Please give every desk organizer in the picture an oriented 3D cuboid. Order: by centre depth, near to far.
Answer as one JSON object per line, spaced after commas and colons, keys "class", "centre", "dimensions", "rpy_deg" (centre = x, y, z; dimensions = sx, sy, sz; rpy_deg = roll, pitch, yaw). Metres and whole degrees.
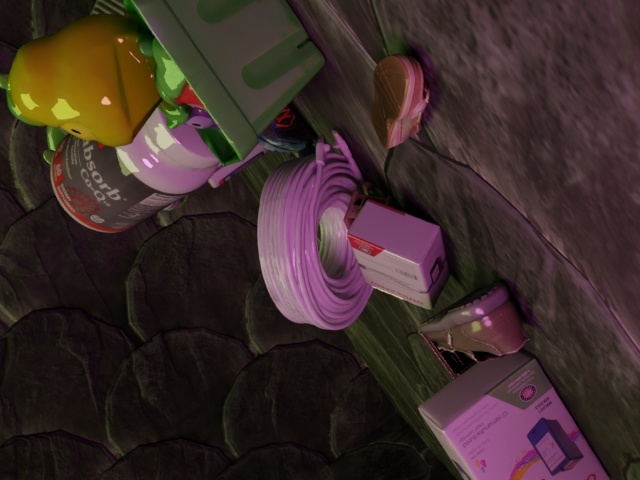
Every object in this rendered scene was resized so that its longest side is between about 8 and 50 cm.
{"class": "desk organizer", "centre": [0.226, 0.192, 1.491], "dimensions": [0.130, 0.047, 0.050], "rpy_deg": [54, 172, 1]}

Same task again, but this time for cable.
{"class": "cable", "centre": [0.000, 0.000, 1.324], "dimensions": [0.089, 0.257, 0.257], "rpy_deg": [0, 143, 31]}

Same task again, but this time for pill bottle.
{"class": "pill bottle", "centre": [-0.301, -0.160, 1.560], "dimensions": [0.363, 0.210, 0.210], "rpy_deg": [-24, 104, 46]}
{"class": "pill bottle", "centre": [-0.159, -0.191, 1.702], "dimensions": [0.108, 0.180, 0.108], "rpy_deg": [54, 174, 9]}

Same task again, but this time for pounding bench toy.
{"class": "pounding bench toy", "centre": [0.081, -0.045, 1.295], "dimensions": [0.065, 0.083, 0.052], "rpy_deg": [9, 152, 24]}

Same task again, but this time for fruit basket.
{"class": "fruit basket", "centre": [-0.216, -0.207, 1.213], "dimensions": [0.283, 0.392, 0.392], "rpy_deg": [55, 174, -8]}

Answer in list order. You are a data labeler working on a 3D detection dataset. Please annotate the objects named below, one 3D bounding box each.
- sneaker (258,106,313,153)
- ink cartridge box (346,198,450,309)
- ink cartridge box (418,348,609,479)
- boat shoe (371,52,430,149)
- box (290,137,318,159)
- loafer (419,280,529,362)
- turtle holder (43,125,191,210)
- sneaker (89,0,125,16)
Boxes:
{"class": "sneaker", "centre": [-0.096, -0.229, 1.509], "dimensions": [0.221, 0.083, 0.087], "rpy_deg": [42, 143, 15]}
{"class": "ink cartridge box", "centre": [0.108, 0.021, 1.210], "dimensions": [0.109, 0.063, 0.150], "rpy_deg": [22, 160, 23]}
{"class": "ink cartridge box", "centre": [0.253, 0.267, 1.177], "dimensions": [0.212, 0.154, 0.093], "rpy_deg": [57, 172, -16]}
{"class": "boat shoe", "centre": [0.082, -0.136, 0.860], "dimensions": [0.153, 0.048, 0.056], "rpy_deg": [92, 155, -69]}
{"class": "box", "centre": [-0.007, -0.122, 1.622], "dimensions": [0.136, 0.036, 0.225], "rpy_deg": [50, 171, 36]}
{"class": "loafer", "centre": [0.190, 0.116, 1.119], "dimensions": [0.087, 0.094, 0.251], "rpy_deg": [58, 174, 6]}
{"class": "turtle holder", "centre": [-0.396, -0.204, 1.858], "dimensions": [0.320, 0.243, 0.227], "rpy_deg": [17, -159, -15]}
{"class": "sneaker", "centre": [-0.288, -0.352, 1.478], "dimensions": [0.135, 0.366, 0.150], "rpy_deg": [-9, 148, 39]}
